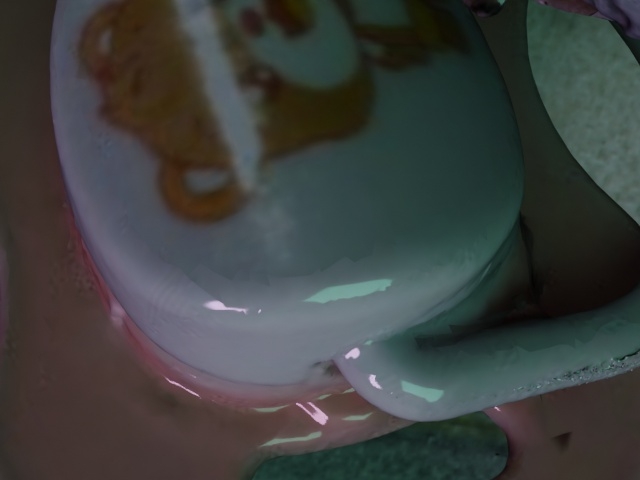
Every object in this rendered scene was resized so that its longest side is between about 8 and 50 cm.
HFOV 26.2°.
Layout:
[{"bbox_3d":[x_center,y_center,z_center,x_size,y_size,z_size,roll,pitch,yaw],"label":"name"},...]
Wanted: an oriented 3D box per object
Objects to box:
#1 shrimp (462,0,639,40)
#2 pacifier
[{"bbox_3d":[0.052,-0.149,0.409,0.145,0.343,0.116,-16,141,-33],"label":"shrimp"},{"bbox_3d":[-0.014,-0.009,0.492,0.220,0.332,0.273,5,145,-42],"label":"pacifier"}]
